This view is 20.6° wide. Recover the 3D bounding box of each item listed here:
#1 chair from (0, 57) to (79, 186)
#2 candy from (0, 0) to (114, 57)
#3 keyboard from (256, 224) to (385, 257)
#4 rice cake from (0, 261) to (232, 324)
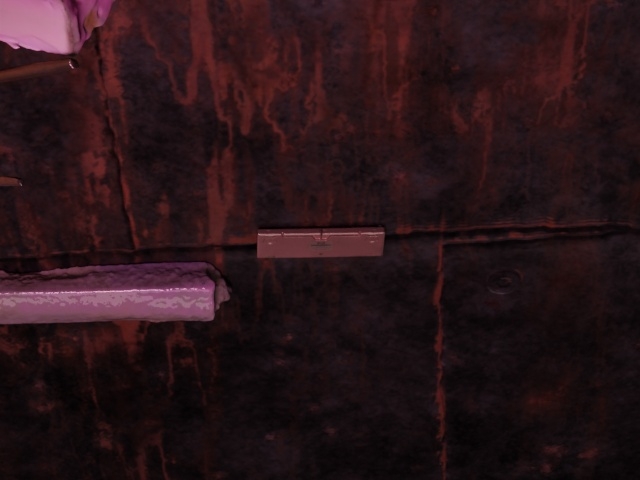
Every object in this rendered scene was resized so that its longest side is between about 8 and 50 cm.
[{"bbox_3d":[-0.414,-0.159,1.778,0.272,0.166,0.188,-4,144,37],"label":"chair"},{"bbox_3d":[-0.350,-0.291,1.796,0.265,0.116,0.155,15,155,17],"label":"candy"},{"bbox_3d":[0.000,0.000,2.287,0.166,0.017,0.055,-1,141,-3],"label":"keyboard"},{"bbox_3d":[-0.315,0.072,2.304,0.399,0.064,0.070,-2,131,-2],"label":"rice cake"}]
